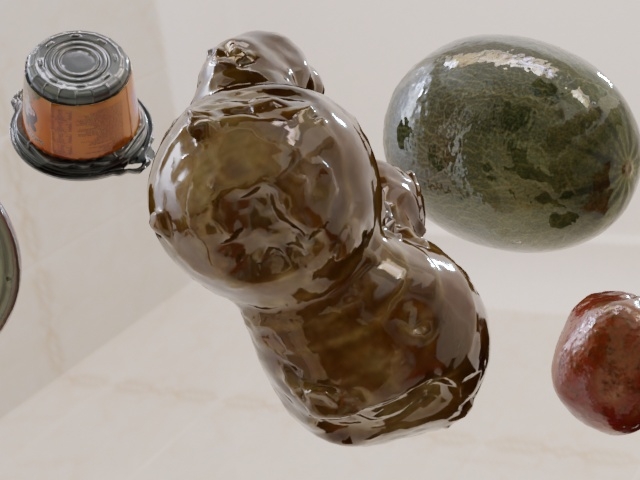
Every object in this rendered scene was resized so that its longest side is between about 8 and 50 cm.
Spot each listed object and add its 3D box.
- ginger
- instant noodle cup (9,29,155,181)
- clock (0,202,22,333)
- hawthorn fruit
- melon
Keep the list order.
[{"bbox_3d":[0.005,0.010,0.907,0.152,0.274,0.357,-32,-60,8],"label":"ginger"},{"bbox_3d":[-0.298,-0.177,1.600,0.208,0.178,0.125,18,-39,8],"label":"instant noodle cup"},{"bbox_3d":[-0.437,0.026,1.371,0.244,0.056,0.244,0,-83,1],"label":"clock"},{"bbox_3d":[0.251,0.102,1.085,0.128,0.128,0.128,13,-62,26],"label":"hawthorn fruit"},{"bbox_3d":[0.214,-0.107,1.440,0.301,0.237,0.237,22,-57,42],"label":"melon"}]
